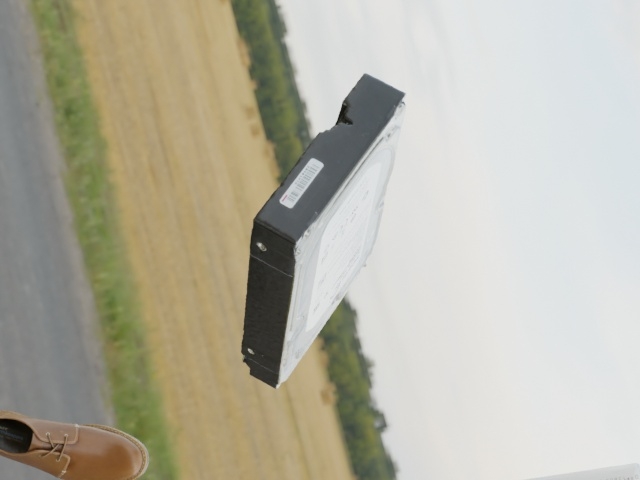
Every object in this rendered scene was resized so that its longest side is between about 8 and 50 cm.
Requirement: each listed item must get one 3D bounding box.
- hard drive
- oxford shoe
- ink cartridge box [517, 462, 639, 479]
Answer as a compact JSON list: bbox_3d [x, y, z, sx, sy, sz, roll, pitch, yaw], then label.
[{"bbox_3d":[0.000,0.000,1.514,0.237,0.064,0.339,-54,167,-30],"label":"hard drive"},{"bbox_3d":[-0.313,0.251,1.596,0.076,0.212,0.076,78,22,-81],"label":"oxford shoe"},{"bbox_3d":[0.281,0.330,1.517,0.224,0.181,0.056,69,14,-53],"label":"ink cartridge box"}]
